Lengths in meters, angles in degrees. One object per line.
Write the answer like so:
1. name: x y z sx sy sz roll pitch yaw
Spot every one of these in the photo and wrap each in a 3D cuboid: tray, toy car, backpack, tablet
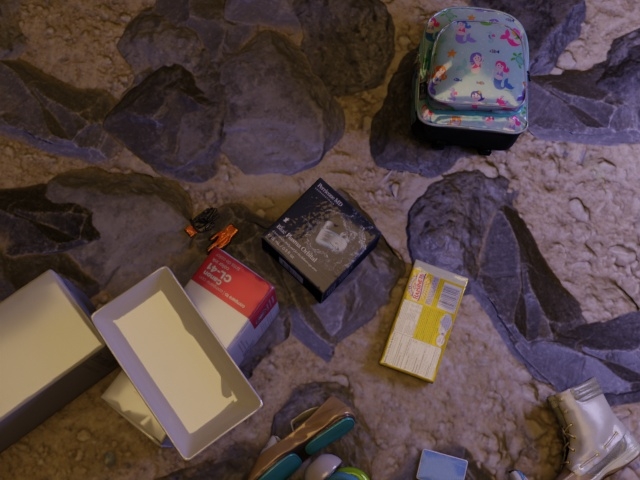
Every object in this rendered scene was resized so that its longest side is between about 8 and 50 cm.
1. tray: -0.221 0.185 1.354 0.145 0.030 0.270 -35 80 -8
2. toy car: 0.013 0.454 1.471 0.182 0.136 0.159 -40 80 -11
3. backpack: 0.282 -0.314 1.654 0.225 0.191 0.253 6 71 0
4. tablet: 0.214 0.404 1.557 0.083 0.006 0.054 15 76 1

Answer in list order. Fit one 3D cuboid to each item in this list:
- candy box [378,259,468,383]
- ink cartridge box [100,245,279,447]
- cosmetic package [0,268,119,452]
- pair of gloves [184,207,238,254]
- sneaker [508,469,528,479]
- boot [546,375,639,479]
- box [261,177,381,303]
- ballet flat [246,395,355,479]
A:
1. candy box: 0.188 0.147 1.609 0.105 0.027 0.206 20 76 6
2. ink cartridge box: -0.208 0.185 1.486 0.131 0.226 0.306 36 77 7
3. cosmetic package: -0.561 0.258 1.456 0.453 0.230 0.161 -37 80 -9
4. pair of gloves: -0.203 -0.017 1.647 0.083 0.010 0.074 44 80 11
5. sneaker: 0.339 0.491 1.509 0.083 0.071 0.191 -12 76 1
6. boot: 0.435 0.349 1.542 0.213 0.077 0.165 -27 79 -14
7. box: 0.000 0.000 1.607 0.156 0.093 0.158 42 77 8
8. ballet flat: -0.046 0.355 1.538 0.232 0.080 0.073 -33 51 -12
